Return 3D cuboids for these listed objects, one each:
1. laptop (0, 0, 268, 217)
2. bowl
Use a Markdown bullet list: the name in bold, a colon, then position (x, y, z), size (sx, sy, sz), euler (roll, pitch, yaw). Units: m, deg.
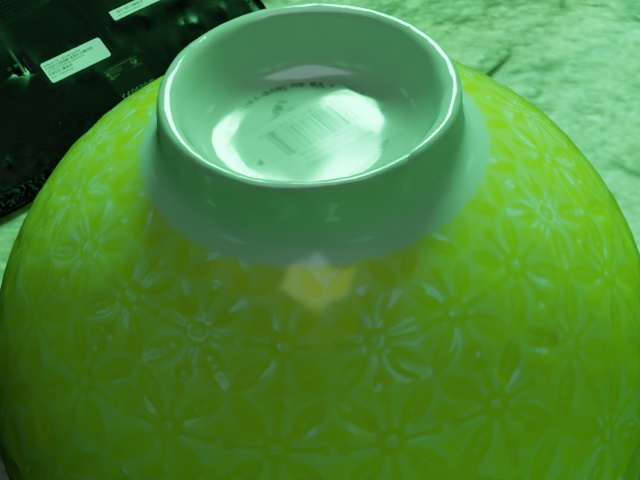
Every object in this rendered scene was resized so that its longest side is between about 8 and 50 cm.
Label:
- **laptop**: position (-0.190, -0.119, 0.924), size (0.234, 0.136, 0.264), euler (-31, 75, -26)
- **bowl**: position (0.000, 0.000, 0.678), size (0.290, 0.156, 0.289), euler (-1, 43, 1)
